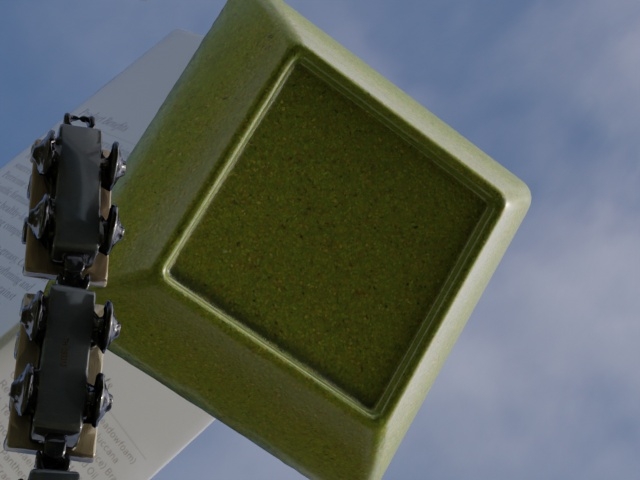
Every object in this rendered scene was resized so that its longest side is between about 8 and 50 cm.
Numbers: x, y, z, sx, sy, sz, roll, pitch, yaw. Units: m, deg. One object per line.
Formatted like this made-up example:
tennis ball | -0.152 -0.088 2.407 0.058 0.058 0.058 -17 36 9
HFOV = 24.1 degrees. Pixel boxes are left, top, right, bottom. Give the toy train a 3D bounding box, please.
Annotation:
toy train | -0.068 0.033 0.395 0.027 0.158 0.036 8 -35 -15

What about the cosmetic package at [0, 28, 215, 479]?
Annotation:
cosmetic package | -0.179 0.054 1.068 0.453 0.230 0.161 -42 -58 -17

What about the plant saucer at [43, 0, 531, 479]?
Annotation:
plant saucer | 0.000 0.000 0.701 0.188 0.045 0.188 35 -106 -17
